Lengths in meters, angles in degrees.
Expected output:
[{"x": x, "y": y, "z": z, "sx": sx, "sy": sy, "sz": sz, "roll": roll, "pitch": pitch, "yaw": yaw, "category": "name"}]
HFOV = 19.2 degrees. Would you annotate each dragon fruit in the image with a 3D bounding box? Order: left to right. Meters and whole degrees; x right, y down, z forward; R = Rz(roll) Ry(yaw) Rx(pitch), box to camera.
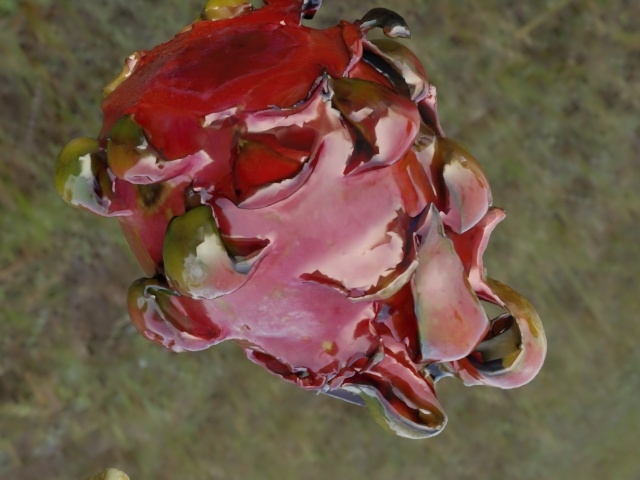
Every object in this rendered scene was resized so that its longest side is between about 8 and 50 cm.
[{"x": -0.002, "y": -0.009, "z": 1.173, "sx": 0.227, "sy": 0.307, "sz": 0.243, "roll": -56, "pitch": 161, "yaw": -23, "category": "dragon fruit"}]

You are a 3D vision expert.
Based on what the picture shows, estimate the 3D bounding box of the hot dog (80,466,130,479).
[{"x": -0.131, "y": 0.153, "z": 1.044, "sx": 0.090, "sy": 0.034, "sz": 0.030, "roll": -28, "pitch": -153, "yaw": 44, "category": "hot dog"}]
